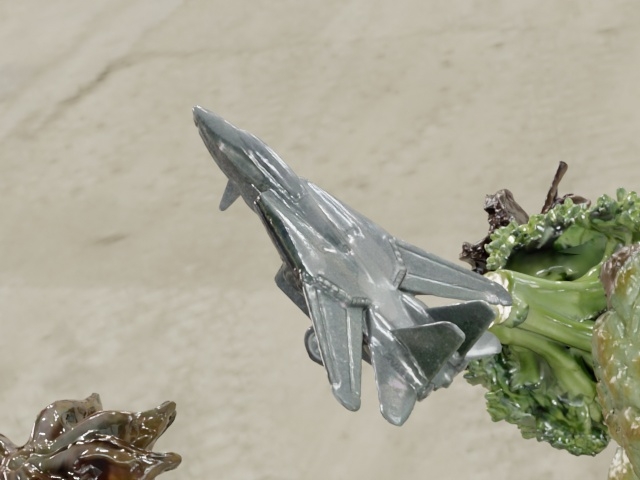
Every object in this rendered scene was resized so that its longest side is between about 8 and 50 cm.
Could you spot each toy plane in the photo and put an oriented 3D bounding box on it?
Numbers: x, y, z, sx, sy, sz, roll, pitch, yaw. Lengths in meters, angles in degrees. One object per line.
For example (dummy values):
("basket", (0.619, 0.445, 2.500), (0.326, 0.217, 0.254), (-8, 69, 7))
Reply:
("toy plane", (-0.005, 0.009, 0.956), (0.267, 0.088, 0.212), (39, 37, 18))

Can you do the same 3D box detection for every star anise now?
("star anise", (0.253, 0.036, 1.725), (0.190, 0.220, 0.126), (-28, -14, 37))
("star anise", (-0.238, 0.208, 1.147), (0.288, 0.088, 0.288), (-15, 20, 6))

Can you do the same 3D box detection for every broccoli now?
("broccoli", (0.277, 0.082, 1.496), (0.260, 0.288, 0.235), (16, -2, -6))

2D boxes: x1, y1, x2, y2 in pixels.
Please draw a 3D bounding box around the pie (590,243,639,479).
("pie", (0.282, 0.112, 0.910), (0.105, 0.274, 0.257), (5, -8, -33))
